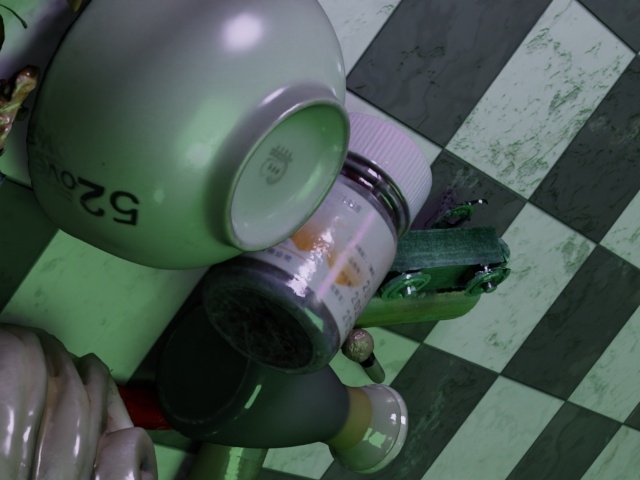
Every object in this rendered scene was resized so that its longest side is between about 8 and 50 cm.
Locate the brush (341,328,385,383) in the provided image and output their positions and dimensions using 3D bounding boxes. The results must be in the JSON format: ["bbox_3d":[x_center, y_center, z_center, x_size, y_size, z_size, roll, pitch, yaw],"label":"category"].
[{"bbox_3d":[0.059,0.159,2.130,0.042,0.039,0.299,-50,166,-7],"label":"brush"}]

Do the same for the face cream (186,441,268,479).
[{"bbox_3d":[-0.100,0.245,2.072,0.137,0.084,0.341,9,107,-51],"label":"face cream"}]

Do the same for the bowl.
[{"bbox_3d":[-0.095,-0.108,1.594,0.354,0.185,0.353,-37,147,-29],"label":"bowl"}]

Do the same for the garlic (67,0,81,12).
[{"bbox_3d":[-0.118,-0.349,1.445,0.338,0.151,0.196,-38,158,-35],"label":"garlic"}]

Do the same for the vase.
[{"bbox_3d":[-0.032,0.187,1.957,0.321,0.173,0.173,26,103,-45],"label":"vase"}]

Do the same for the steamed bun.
[{"bbox_3d":[-0.292,0.268,1.646,0.339,0.247,0.352,-49,145,-49],"label":"steamed bun"}]

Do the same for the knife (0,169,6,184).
[{"bbox_3d":[-0.303,-0.032,1.456,0.015,0.210,0.028,25,100,-9],"label":"knife"}]

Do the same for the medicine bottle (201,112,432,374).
[{"bbox_3d":[0.000,0.000,1.790,0.273,0.165,0.165,-57,153,-33],"label":"medicine bottle"}]

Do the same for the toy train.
[{"bbox_3d":[0.108,0.035,2.077,0.307,0.126,0.189,-3,158,-46],"label":"toy train"}]

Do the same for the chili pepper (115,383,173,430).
[{"bbox_3d":[-0.208,0.204,1.930,0.268,0.050,0.059,15,105,-54],"label":"chili pepper"}]

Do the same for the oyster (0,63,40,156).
[{"bbox_3d":[-0.367,-0.024,1.520,0.345,0.079,0.129,-57,176,6],"label":"oyster"}]

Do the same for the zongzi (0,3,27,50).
[{"bbox_3d":[-0.310,-0.110,1.396,0.187,0.184,0.084,-52,142,5],"label":"zongzi"}]
